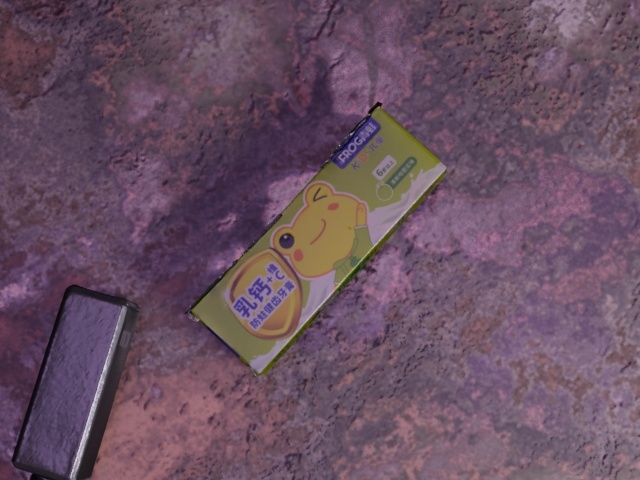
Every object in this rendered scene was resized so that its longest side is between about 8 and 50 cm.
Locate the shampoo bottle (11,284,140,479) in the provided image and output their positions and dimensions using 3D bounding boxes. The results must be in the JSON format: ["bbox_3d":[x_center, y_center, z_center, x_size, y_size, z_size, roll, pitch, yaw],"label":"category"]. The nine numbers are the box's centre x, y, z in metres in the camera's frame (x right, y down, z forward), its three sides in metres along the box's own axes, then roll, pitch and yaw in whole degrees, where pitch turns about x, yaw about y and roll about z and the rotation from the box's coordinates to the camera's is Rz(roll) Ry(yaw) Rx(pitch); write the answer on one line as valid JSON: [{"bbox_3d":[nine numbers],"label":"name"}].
[{"bbox_3d":[-0.279,0.178,1.320,0.079,0.080,0.246,15,84,6],"label":"shampoo bottle"}]

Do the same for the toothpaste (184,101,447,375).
[{"bbox_3d":[0.000,0.000,1.331,0.110,0.077,0.327,42,87,5],"label":"toothpaste"}]
